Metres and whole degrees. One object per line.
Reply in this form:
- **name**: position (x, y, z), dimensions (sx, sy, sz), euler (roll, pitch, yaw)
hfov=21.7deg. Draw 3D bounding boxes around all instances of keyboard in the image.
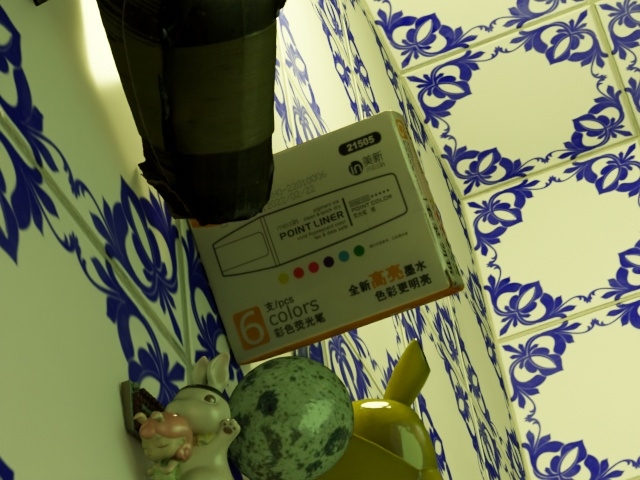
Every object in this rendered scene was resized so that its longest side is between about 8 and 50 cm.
- **keyboard**: position (-0.140, 0.180, 1.543), dimensions (0.166, 0.017, 0.055), euler (53, 21, -56)

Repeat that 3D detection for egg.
- **egg**: position (-0.036, 0.191, 1.729), dimensions (0.132, 0.132, 0.172), euler (69, 24, -8)

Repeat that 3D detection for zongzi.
- **zongzi**: position (-0.173, -0.187, 1.803), dimensions (0.317, 0.154, 0.289), euler (30, -57, 46)

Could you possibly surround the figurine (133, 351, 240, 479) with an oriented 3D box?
- **figurine**: position (-0.112, 0.169, 1.467), dimensions (0.098, 0.081, 0.146), euler (23, 64, -68)

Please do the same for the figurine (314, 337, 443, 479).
- **figurine**: position (0.069, 0.303, 1.976), dimensions (0.326, 0.218, 0.169), euler (67, -31, 22)

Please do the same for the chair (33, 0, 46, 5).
- **chair**: position (-0.247, -0.324, 1.625), dimensions (0.260, 0.141, 0.154), euler (5, -55, 52)

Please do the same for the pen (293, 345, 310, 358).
- **pen**: position (-0.027, 0.112, 2.170), dimensions (0.204, 0.025, 0.025), euler (-95, 161, -50)

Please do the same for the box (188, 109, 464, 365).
- **box**: position (0.000, 0.000, 1.876), dimensions (0.220, 0.274, 0.091), euler (69, 14, 6)
